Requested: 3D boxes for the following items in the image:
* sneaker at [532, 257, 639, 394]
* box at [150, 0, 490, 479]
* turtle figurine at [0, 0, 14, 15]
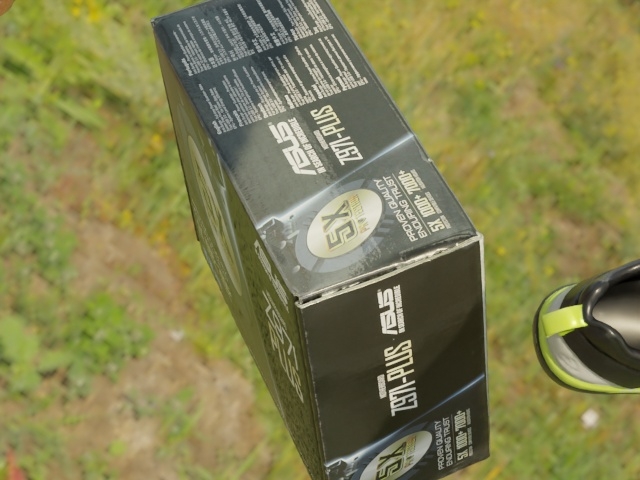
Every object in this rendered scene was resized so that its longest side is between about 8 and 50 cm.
[{"bbox_3d":[0.230,0.041,0.925,0.235,0.097,0.084,-10,75,-12],"label":"sneaker"},{"bbox_3d":[0.000,0.000,0.726,0.078,0.147,0.180,-20,50,-11],"label":"box"},{"bbox_3d":[-0.020,-0.178,0.408,0.217,0.269,0.087,-30,68,-26],"label":"turtle figurine"}]
